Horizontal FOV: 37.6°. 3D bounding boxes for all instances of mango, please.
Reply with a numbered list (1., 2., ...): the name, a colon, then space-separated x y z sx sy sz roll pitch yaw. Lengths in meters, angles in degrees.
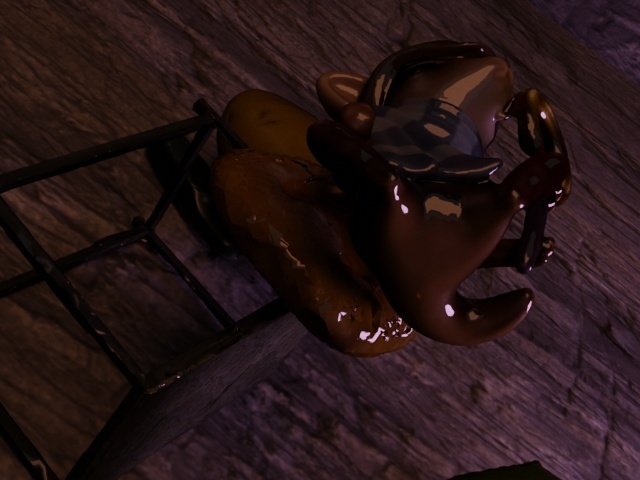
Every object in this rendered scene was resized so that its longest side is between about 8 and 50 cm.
1. mango: -0.015 -0.067 1.254 0.365 0.182 0.253 59 10 30

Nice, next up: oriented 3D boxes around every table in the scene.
1. table: -0.189 0.049 0.984 0.272 0.222 0.335 47 37 13

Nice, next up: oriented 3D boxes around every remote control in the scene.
1. remote control: -0.162 -0.063 1.272 0.072 0.042 0.222 -12 59 -48

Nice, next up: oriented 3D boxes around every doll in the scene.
1. doll: 0.122 -0.074 0.920 0.318 0.209 0.340 39 26 -21

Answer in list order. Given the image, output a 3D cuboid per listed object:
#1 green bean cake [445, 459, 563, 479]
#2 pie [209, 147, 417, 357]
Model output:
1. green bean cake: 0.133 0.397 0.808 0.218 0.319 0.335 1 46 -35
2. pie: 0.001 0.000 0.953 0.273 0.069 0.273 34 30 -23
